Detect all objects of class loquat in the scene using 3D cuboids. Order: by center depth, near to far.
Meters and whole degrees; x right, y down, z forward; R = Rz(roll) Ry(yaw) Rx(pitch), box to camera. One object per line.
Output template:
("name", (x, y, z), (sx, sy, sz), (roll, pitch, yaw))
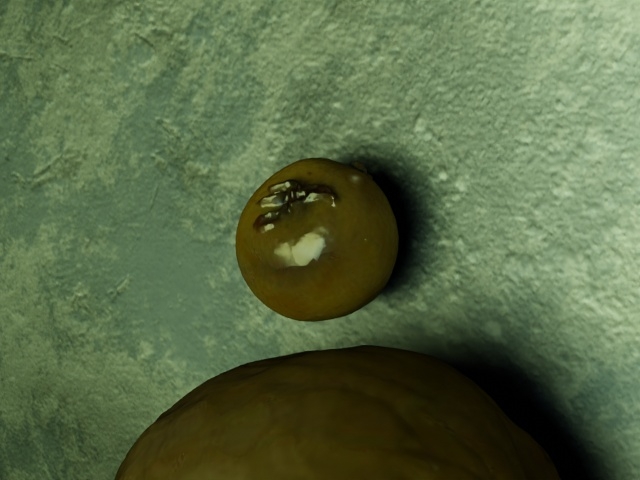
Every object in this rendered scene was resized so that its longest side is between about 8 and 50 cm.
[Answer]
("loquat", (0.000, 0.000, 1.130), (0.141, 0.141, 0.141), (9, 106, 36))

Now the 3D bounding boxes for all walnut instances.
("walnut", (0.021, 0.250, 1.064), (0.397, 0.308, 0.354), (-8, 128, 39))
